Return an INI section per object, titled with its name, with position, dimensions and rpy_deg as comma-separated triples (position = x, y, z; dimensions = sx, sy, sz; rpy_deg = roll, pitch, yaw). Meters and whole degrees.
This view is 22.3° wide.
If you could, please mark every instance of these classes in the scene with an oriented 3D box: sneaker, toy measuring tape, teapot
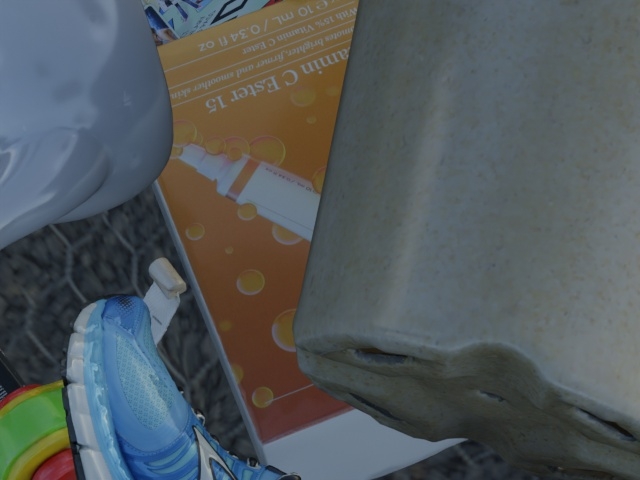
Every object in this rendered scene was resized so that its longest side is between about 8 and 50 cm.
[sneaker]
position = -0.039, 0.087, 0.528
dimensions = 0.073, 0.063, 0.162
rpy_deg = -15, 61, -13
[toy measuring tape]
position = -0.241, 0.152, 1.546
dimensions = 0.121, 0.121, 0.330
rpy_deg = 32, 119, 0
[teapot]
position = -0.220, -0.114, 1.002
dimensions = 0.187, 0.256, 0.252
rpy_deg = -24, 100, -16

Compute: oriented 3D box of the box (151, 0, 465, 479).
[box]
position = 0.000, 0.000, 1.261
dimensions = 0.215, 0.168, 0.345
rpy_deg = -21, 64, -6

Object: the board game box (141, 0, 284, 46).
[board game box]
position = -0.135, -0.305, 1.761
dimensions = 0.317, 0.046, 0.213
rpy_deg = -42, 86, 6

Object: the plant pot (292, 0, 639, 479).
[plant pot]
position = 0.130, -0.041, 0.900
dimensions = 0.334, 0.334, 0.305
rpy_deg = 20, 73, -2

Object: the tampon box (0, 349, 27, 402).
[tampon box]
position = -0.401, 0.164, 1.850
dimensions = 0.101, 0.120, 0.161
rpy_deg = -37, 85, -9
